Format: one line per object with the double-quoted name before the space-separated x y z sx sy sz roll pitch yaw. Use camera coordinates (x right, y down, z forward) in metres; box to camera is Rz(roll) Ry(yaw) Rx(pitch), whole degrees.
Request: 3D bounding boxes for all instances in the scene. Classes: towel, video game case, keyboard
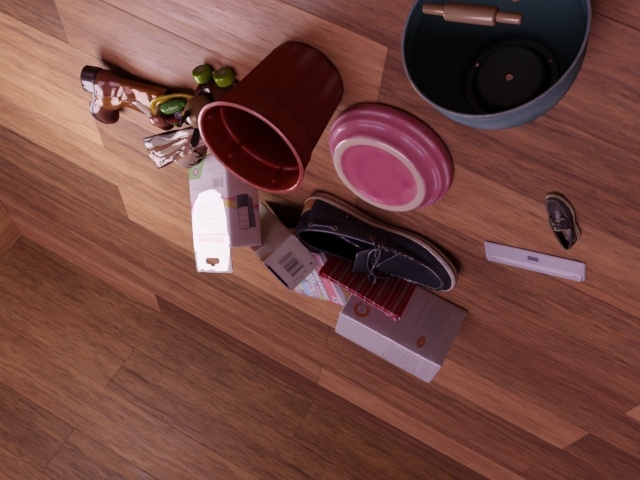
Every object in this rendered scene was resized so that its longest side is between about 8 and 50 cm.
"towel" 0.149 0.109 1.962 0.275 0.199 0.031 30 137 6
"video game case" -0.039 0.106 2.158 0.285 0.025 0.204 9 130 56
"keyboard" 0.546 0.052 1.670 0.256 0.014 0.072 14 141 31

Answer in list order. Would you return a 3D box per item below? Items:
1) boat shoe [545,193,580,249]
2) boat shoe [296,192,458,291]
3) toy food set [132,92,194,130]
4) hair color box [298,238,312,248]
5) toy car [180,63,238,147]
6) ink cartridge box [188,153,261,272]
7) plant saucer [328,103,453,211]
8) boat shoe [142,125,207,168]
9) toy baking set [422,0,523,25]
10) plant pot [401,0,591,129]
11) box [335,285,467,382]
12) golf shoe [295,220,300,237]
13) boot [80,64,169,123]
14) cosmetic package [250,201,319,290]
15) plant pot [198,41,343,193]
"boat shoe" 0.549 -0.040 1.479 0.056 0.049 0.152 -3 135 48
"boat shoe" 0.154 0.034 1.888 0.500 0.156 0.187 27 149 8
"toy food set" -0.431 -0.357 1.890 0.218 0.071 0.128 -3 154 22
"hair color box" -0.044 0.041 2.201 0.093 0.053 0.167 32 153 3
"toy car" -0.298 -0.341 1.716 0.149 0.188 0.155 15 147 29
"ink cartridge box" -0.288 -0.083 1.970 0.207 0.119 0.353 -1 93 47
"plant saucer" 0.159 -0.186 1.611 0.332 0.084 0.332 25 150 15
"boat shoe" -0.380 -0.274 1.907 0.324 0.123 0.116 -3 107 38
"toy baking set" 0.247 -0.435 1.035 0.256 0.197 0.030 13 173 28
"plant pot" 0.306 -0.309 1.104 0.293 0.293 0.196 16 174 28
"box" 0.252 0.259 2.073 0.345 0.215 0.168 28 152 10
"golf shoe" 0.000 0.000 2.060 0.176 0.086 0.069 30 150 3
"boot" -0.573 -0.419 2.021 0.280 0.096 0.264 17 148 5
"cosmetic package" -0.143 0.013 2.043 0.153 0.129 0.296 48 178 -32
"plant pot" -0.095 -0.297 1.500 0.272 0.265 0.272 24 151 14
